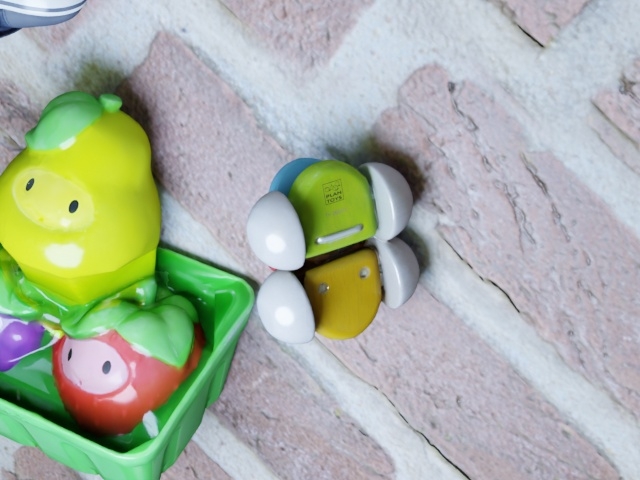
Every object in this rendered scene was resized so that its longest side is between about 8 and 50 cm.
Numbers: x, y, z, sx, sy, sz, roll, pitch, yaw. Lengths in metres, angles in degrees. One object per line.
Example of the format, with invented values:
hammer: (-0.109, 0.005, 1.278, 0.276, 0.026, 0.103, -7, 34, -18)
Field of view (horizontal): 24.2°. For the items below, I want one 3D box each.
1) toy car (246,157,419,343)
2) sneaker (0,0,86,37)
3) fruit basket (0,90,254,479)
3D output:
toy car: (0.000, 0.000, 1.428, 0.136, 0.159, 0.182, 39, 142, 54)
sneaker: (-0.356, -0.242, 1.488, 0.321, 0.126, 0.127, 21, 122, 31)
fruit basket: (-0.265, 0.046, 1.534, 0.392, 0.283, 0.392, 22, 144, 17)
